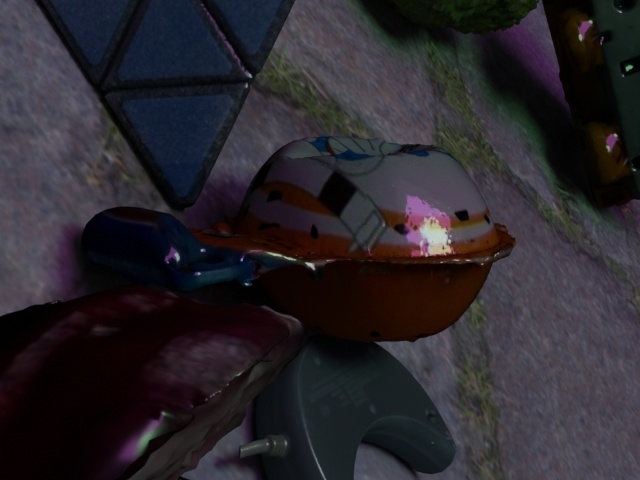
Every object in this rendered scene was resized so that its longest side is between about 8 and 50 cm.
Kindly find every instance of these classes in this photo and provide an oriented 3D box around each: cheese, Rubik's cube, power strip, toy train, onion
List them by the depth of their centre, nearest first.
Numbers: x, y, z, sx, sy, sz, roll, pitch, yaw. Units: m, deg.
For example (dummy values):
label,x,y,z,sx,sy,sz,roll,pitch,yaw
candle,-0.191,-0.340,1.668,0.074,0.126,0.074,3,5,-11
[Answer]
label,x,y,z,sx,sy,sz,roll,pitch,yaw
onion,-0.134,0.096,0.495,0.146,0.280,0.314,43,28,4
cheese,0.000,0.000,0.884,0.329,0.217,0.129,-5,102,-42
power strip,0.013,0.131,0.888,0.137,0.044,0.216,60,29,7
Rubik's cube,-0.093,-0.204,0.957,0.233,0.228,0.229,-33,135,-27
toy train,0.363,-0.200,1.548,0.231,0.163,0.369,-101,172,-64

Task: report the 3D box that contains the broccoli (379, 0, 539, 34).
label,x,y,z,sx,sy,sz,roll,pitch,yaw
broccoli,0.111,-0.361,1.375,0.254,0.186,0.302,-16,92,-38
